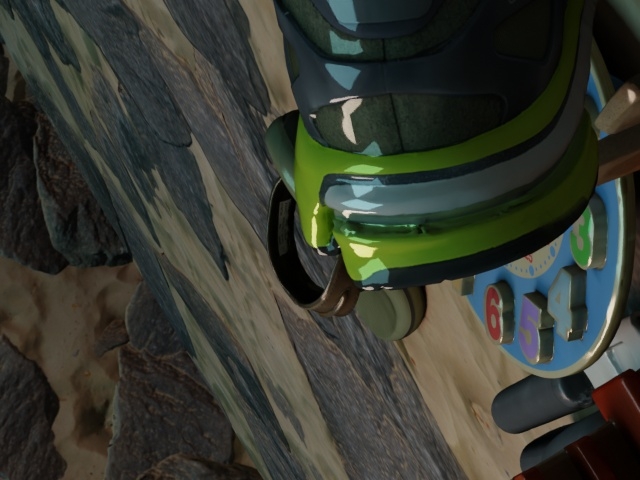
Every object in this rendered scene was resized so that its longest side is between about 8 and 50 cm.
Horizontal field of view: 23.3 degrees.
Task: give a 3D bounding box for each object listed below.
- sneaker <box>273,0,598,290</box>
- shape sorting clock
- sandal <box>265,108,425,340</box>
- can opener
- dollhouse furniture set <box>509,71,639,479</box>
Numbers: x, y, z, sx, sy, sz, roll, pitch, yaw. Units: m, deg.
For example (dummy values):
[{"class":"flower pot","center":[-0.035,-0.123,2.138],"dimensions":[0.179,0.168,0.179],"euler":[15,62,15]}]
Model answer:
[{"class":"sneaker","center":[0.045,-0.120,0.513],"dimensions":[0.300,0.111,0.121],"euler":[-83,-17,-52]},{"class":"shape sorting clock","center":[0.090,-0.035,0.741],"dimensions":[0.206,0.040,0.206],"euler":[173,90,-70]},{"class":"sandal","center":[-0.001,-0.002,1.114],"dimensions":[0.120,0.086,0.303],"euler":[56,-179,26]},{"class":"can opener","center":[0.133,0.102,0.843],"dimensions":[0.076,0.095,0.283],"euler":[61,167,7]},{"class":"dollhouse furniture set","center":[0.166,0.076,0.564],"dimensions":[0.262,0.135,0.259],"euler":[60,167,11]}]
